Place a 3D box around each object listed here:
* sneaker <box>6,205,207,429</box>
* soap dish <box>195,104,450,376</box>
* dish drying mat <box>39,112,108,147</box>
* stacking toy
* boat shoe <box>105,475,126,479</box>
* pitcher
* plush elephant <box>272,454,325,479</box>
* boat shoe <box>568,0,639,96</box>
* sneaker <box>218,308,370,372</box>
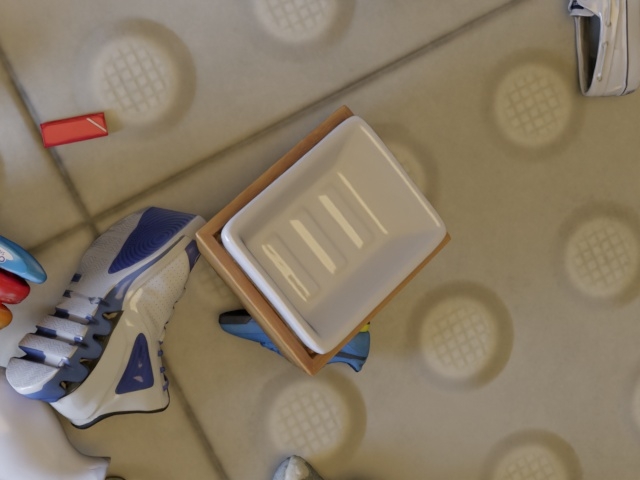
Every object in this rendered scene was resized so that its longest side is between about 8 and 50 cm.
[{"bbox_3d":[-0.247,0.117,1.777,0.315,0.127,0.182,-52,133,-23],"label":"sneaker"},{"bbox_3d":[0.000,0.000,1.773,0.291,0.118,0.229,-43,98,-30],"label":"soap dish"},{"bbox_3d":[-0.318,-0.143,1.789,0.083,0.008,0.032,-12,98,-12],"label":"dish drying mat"},{"bbox_3d":[-0.473,0.121,1.684,0.175,0.166,0.302,28,85,-14],"label":"stacking toy"},{"bbox_3d":[-0.270,0.424,1.812,0.080,0.073,0.224,-1,94,-13],"label":"boat shoe"},{"bbox_3d":[-0.398,0.268,1.755,0.177,0.125,0.207,-39,109,13],"label":"pitcher"},{"bbox_3d":[0.080,0.469,1.806,0.330,0.255,0.272,18,90,-14],"label":"plush elephant"},{"bbox_3d":[0.383,-0.324,1.899,0.084,0.095,0.258,-10,96,-17],"label":"boat shoe"},{"bbox_3d":[-0.035,0.137,1.849,0.209,0.069,0.082,7,97,-14],"label":"sneaker"}]
